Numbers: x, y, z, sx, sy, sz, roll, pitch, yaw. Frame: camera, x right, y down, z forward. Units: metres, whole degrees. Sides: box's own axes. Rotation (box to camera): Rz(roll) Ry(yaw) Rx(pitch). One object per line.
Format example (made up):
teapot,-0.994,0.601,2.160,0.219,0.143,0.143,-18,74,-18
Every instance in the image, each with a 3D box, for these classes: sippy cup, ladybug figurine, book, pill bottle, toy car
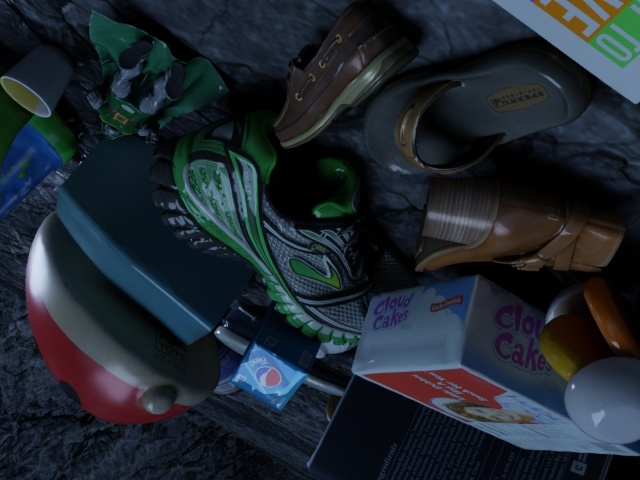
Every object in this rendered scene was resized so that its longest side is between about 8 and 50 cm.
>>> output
sippy cup,-0.464,-0.101,1.008,0.240,0.224,0.305,30,163,5
ladybug figurine,-0.301,0.115,1.172,0.305,0.162,0.449,38,-173,-34
book,0.147,-0.147,0.434,0.144,0.035,0.096,33,154,-4
pill bottle,-0.208,0.188,1.481,0.122,0.123,0.219,15,153,33
toy car,0.279,0.088,0.656,0.182,0.159,0.136,23,119,-9

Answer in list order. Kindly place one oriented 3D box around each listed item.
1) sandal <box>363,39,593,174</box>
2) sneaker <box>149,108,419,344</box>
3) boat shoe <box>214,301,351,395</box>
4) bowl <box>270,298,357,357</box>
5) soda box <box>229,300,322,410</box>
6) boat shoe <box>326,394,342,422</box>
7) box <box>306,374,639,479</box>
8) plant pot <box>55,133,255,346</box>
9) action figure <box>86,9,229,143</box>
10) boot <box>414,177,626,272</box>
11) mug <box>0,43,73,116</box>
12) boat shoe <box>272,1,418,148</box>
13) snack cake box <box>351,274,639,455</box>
sandal,0.099,-0.081,0.593,0.090,0.060,0.219,41,156,-25
sneaker,0.000,0.000,0.803,0.146,0.134,0.343,-18,142,36
boat shoe,-0.054,0.177,1.324,0.254,0.079,0.095,21,159,28
bowl,-0.010,0.110,1.122,0.170,0.080,0.170,26,157,12
soda box,-0.028,0.090,0.924,0.067,0.210,0.071,31,124,-3
boat shoe,0.129,0.366,1.478,0.277,0.098,0.096,29,158,0
box,0.237,0.353,1.162,0.395,0.212,0.293,11,152,38
plant pot,-0.194,-0.014,0.986,0.234,0.165,0.165,38,157,-7
action figure,-0.191,-0.145,0.827,0.137,0.064,0.232,33,162,-16
boot,0.161,0.000,0.687,0.152,0.073,0.197,10,174,5
mug,-0.309,-0.182,0.879,0.078,0.064,0.062,27,159,8
boat shoe,0.006,-0.125,0.622,0.060,0.064,0.178,51,151,-6
snack cake box,0.184,0.133,0.808,0.264,0.089,0.152,28,156,-29
